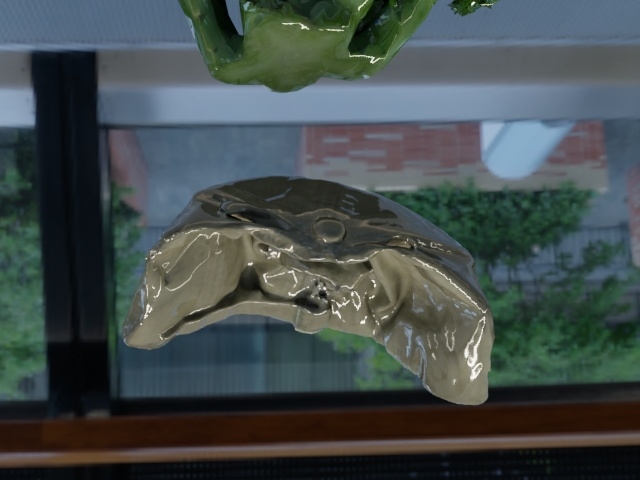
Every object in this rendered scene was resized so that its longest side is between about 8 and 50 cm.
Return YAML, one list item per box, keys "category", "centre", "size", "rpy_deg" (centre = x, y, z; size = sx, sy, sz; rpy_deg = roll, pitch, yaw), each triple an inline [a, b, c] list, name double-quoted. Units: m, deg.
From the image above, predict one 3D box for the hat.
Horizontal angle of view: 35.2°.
- category: "hat"
  centre: [0.000, 0.000, 0.622]
  size: [0.214, 0.149, 0.244]
  rpy_deg: [9, -150, -4]

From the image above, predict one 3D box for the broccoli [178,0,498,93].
- category: "broccoli"
  centre: [-0.011, -0.232, 0.696]
  size: [0.295, 0.245, 0.265]
  rpy_deg: [-5, 165, 8]
